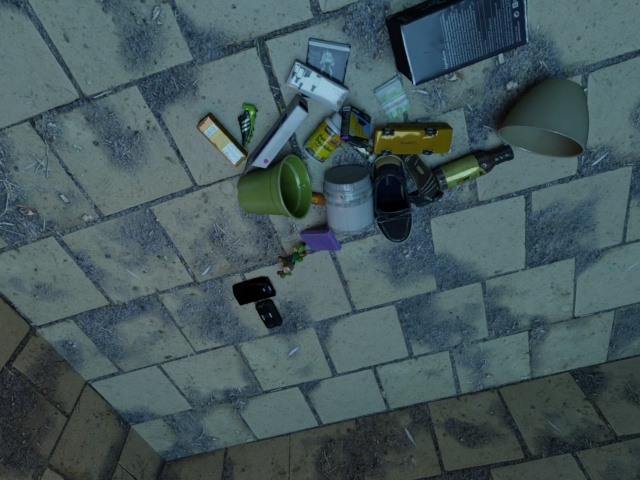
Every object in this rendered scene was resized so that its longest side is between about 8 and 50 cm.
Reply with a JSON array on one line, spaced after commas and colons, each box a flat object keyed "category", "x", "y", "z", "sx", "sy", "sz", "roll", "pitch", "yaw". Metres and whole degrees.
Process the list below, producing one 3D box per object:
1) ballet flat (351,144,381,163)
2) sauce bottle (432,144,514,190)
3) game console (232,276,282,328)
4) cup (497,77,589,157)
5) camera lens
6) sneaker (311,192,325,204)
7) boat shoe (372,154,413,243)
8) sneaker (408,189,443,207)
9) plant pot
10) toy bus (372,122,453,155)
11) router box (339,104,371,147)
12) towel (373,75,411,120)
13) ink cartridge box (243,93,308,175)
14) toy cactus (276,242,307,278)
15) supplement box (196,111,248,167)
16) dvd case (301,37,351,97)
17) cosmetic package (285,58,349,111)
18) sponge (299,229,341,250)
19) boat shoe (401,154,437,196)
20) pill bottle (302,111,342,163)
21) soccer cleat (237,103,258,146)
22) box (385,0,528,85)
[{"category": "ballet flat", "x": 0.203, "y": -0.386, "z": 1.804, "sx": 0.188, "sy": 0.070, "sz": 0.070, "roll": 32, "pitch": 116, "yaw": -22}, {"category": "sauce bottle", "x": 0.687, "y": -0.333, "z": 1.839, "sx": 0.344, "sy": 0.111, "sz": 0.111, "roll": -21, "pitch": 122, "yaw": 12}, {"category": "game console", "x": -0.330, "y": 0.361, "z": 2.277, "sx": 0.213, "sy": 0.044, "sz": 0.361, "roll": -16, "pitch": 122, "yaw": 9}, {"category": "cup", "x": 0.926, "y": -0.505, "z": 1.650, "sx": 0.331, "sy": 0.331, "sz": 0.237, "roll": 19, "pitch": 94, "yaw": -15}, {"category": "camera lens", "x": 0.128, "y": -0.174, "z": 1.846, "sx": 0.219, "sy": 0.219, "sz": 0.274, "roll": -8, "pitch": 123, "yaw": 2}, {"category": "sneaker", "x": -0.051, "y": -0.197, "z": 1.912, "sx": 0.175, "sy": 0.067, "sz": 0.064, "roll": 15, "pitch": 120, "yaw": -14}, {"category": "boat shoe", "x": 0.329, "y": -0.157, "z": 1.885, "sx": 0.187, "sy": 0.156, "sz": 0.500, "roll": -6, "pitch": 133, "yaw": 11}, {"category": "sneaker", "x": 0.490, "y": -0.213, "z": 1.939, "sx": 0.170, "sy": 0.051, "sz": 0.089, "roll": -24, "pitch": 123, "yaw": 24}, {"category": "plant pot", "x": -0.212, "y": -0.217, "z": 1.774, "sx": 0.254, "sy": 0.276, "sz": 0.276, "roll": -3, "pitch": 127, "yaw": 26}, {"category": "toy bus", "x": 0.387, "y": -0.436, "z": 1.742, "sx": 0.333, "sy": 0.130, "sz": 0.108, "roll": -1, "pitch": 124, "yaw": -3}, {"category": "router box", "x": 0.145, "y": -0.460, "z": 1.668, "sx": 0.046, "sy": 0.179, "sz": 0.133, "roll": 7, "pitch": 94, "yaw": 32}, {"category": "towel", "x": 0.302, "y": -0.589, "z": 1.701, "sx": 0.113, "sy": 0.023, "sz": 0.152, "roll": -27, "pitch": 121, "yaw": 15}, {"category": "ink cartridge box", "x": -0.186, "y": -0.423, "z": 1.689, "sx": 0.069, "sy": 0.176, "sz": 0.371, "roll": 35, "pitch": 115, "yaw": -24}, {"category": "toy cactus", "x": -0.154, "y": 0.109, "z": 2.049, "sx": 0.112, "sy": 0.180, "sz": 0.219, "roll": 44, "pitch": 107, "yaw": -5}, {"category": "supplement box", "x": -0.413, "y": -0.424, "z": 1.735, "sx": 0.080, "sy": 0.078, "sz": 0.233, "roll": -34, "pitch": 120, "yaw": 14}, {"category": "dvd case", "x": 0.019, "y": -0.675, "z": 1.631, "sx": 0.164, "sy": 0.018, "sz": 0.221, "roll": 7, "pitch": 123, "yaw": -6}, {"category": "cosmetic package", "x": -0.012, "y": -0.613, "z": 1.623, "sx": 0.239, "sy": 0.060, "sz": 0.099, "roll": 23, "pitch": 121, "yaw": -16}, {"category": "sponge", "x": 0.000, "y": 0.000, "z": 1.989, "sx": 0.210, "sy": 0.031, "sz": 0.117, "roll": -1, "pitch": 135, "yaw": 48}, {"category": "boat shoe", "x": 0.445, "y": -0.311, "z": 1.850, "sx": 0.095, "sy": 0.095, "sz": 0.257, "roll": -34, "pitch": 123, "yaw": 8}, {"category": "pill bottle", "x": 0.029, "y": -0.436, "z": 1.728, "sx": 0.117, "sy": 0.117, "sz": 0.215, "roll": 34, "pitch": 115, "yaw": -22}, {"category": "soccer cleat", "x": -0.315, "y": -0.483, "z": 1.718, "sx": 0.072, "sy": 0.060, "sz": 0.179, "roll": 17, "pitch": 115, "yaw": -3}, {"category": "box", "x": 0.464, "y": -0.746, "z": 1.446, "sx": 0.395, "sy": 0.293, "sz": 0.212, "roll": -19, "pitch": 122, "yaw": 9}]
